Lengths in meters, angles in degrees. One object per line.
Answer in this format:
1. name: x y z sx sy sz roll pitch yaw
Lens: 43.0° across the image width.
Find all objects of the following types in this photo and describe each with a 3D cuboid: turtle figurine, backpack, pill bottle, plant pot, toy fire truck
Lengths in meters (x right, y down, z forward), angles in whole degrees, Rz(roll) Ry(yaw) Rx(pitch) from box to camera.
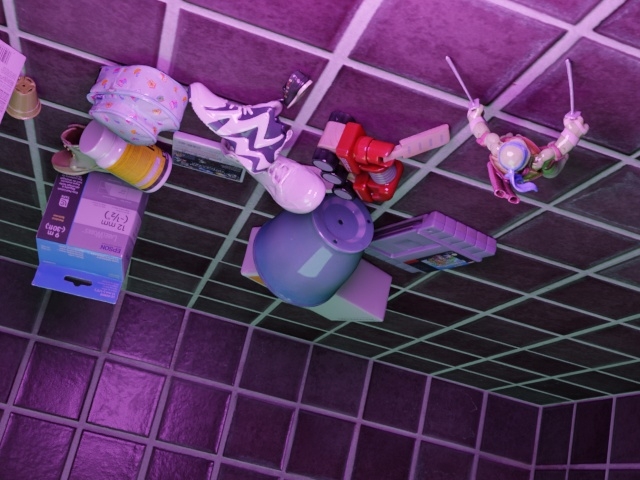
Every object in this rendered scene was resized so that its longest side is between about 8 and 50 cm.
1. turtle figurine: 0.376 -0.209 1.472 0.198 0.275 0.266 -18 172 17
2. backpack: -0.375 -0.284 1.695 0.188 0.144 0.166 -3 151 34
3. pill bottle: -0.480 -0.211 2.006 0.119 0.119 0.208 -4 155 40
4. plant pot: -0.684 -0.335 1.870 0.083 0.083 0.079 18 147 -13
5. plant pot: 0.000 0.000 2.112 0.271 0.272 0.255 21 144 -22
6. toy fire truck: 0.139 -0.172 1.707 0.246 0.158 0.217 16 163 25

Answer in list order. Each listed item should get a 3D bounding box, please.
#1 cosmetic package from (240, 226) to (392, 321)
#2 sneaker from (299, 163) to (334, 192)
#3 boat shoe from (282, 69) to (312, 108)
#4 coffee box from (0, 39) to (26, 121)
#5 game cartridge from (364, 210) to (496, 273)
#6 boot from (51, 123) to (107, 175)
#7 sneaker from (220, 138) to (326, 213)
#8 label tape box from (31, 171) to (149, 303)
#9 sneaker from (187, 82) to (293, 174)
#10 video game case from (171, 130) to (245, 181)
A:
1. cosmetic package: -0.004 0.109 2.541 0.230 0.161 0.453 -4 155 41
2. sneaker: -0.032 -0.141 1.995 0.152 0.058 0.084 16 156 4
3. boat shoe: -0.051 -0.297 1.598 0.042 0.049 0.133 44 164 -3
4. coffee box: -0.763 -0.280 1.721 0.168 0.297 0.119 -1 156 37
5. game cartridge: 0.285 0.016 2.243 0.230 0.068 0.355 27 157 -25
6. boot: -0.631 -0.235 2.105 0.213 0.077 0.165 2 159 16
7. sneaker: -0.121 -0.162 1.802 0.169 0.108 0.292 34 180 -41
8. label tape box: -0.657 -0.021 2.310 0.249 0.348 0.115 13 161 -1
9. sneaker: -0.154 -0.269 1.694 0.235 0.153 0.094 50 -167 1
10. video game case: -0.276 -0.208 2.032 0.190 0.022 0.173 15 161 -7
